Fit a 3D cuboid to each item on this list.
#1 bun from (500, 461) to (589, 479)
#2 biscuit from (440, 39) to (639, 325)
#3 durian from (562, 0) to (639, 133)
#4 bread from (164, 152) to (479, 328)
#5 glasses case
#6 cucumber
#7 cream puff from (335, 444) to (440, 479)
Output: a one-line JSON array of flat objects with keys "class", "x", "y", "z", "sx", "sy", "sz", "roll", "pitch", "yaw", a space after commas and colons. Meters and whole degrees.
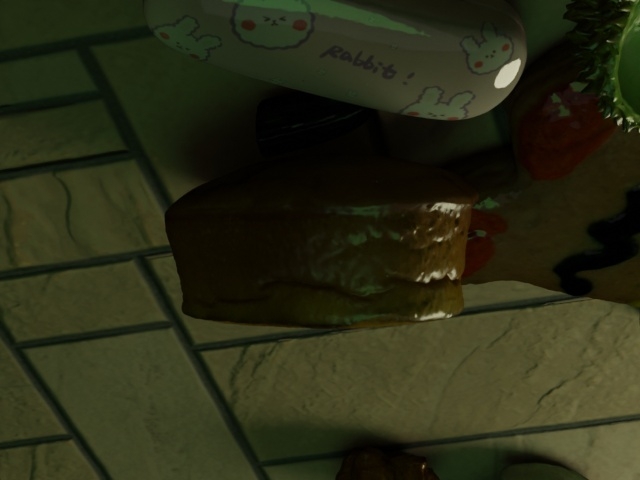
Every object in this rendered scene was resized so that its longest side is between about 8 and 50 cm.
[{"class": "bun", "x": 0.212, "y": 0.334, "z": 1.987, "sx": 0.203, "sy": 0.126, "sz": 0.212, "roll": 8, "pitch": 141, "yaw": -12}, {"class": "biscuit", "x": 0.304, "y": -0.023, "z": 1.560, "sx": 0.394, "sy": 0.076, "sz": 0.368, "roll": 19, "pitch": 140, "yaw": -21}, {"class": "durian", "x": 0.268, "y": -0.187, "z": 1.265, "sx": 0.200, "sy": 0.176, "sz": 0.237, "roll": 6, "pitch": 138, "yaw": 9}, {"class": "bread", "x": 0.000, "y": 0.000, "z": 1.496, "sx": 0.269, "sy": 0.143, "sz": 0.195, "roll": 0, "pitch": -178, "yaw": 36}, {"class": "glasses case", "x": 0.013, "y": -0.163, "z": 1.381, "sx": 0.296, "sy": 0.075, "sz": 0.113, "roll": 12, "pitch": 139, "yaw": -15}, {"class": "cucumber", "x": -0.001, "y": -0.102, "z": 1.488, "sx": 0.105, "sy": 0.048, "sz": 0.048, "roll": -14, "pitch": 140, "yaw": 16}, {"class": "cream puff", "x": 0.069, "y": 0.265, "z": 1.933, "sx": 0.122, "sy": 0.094, "sz": 0.116, "roll": -1, "pitch": 146, "yaw": 43}]
